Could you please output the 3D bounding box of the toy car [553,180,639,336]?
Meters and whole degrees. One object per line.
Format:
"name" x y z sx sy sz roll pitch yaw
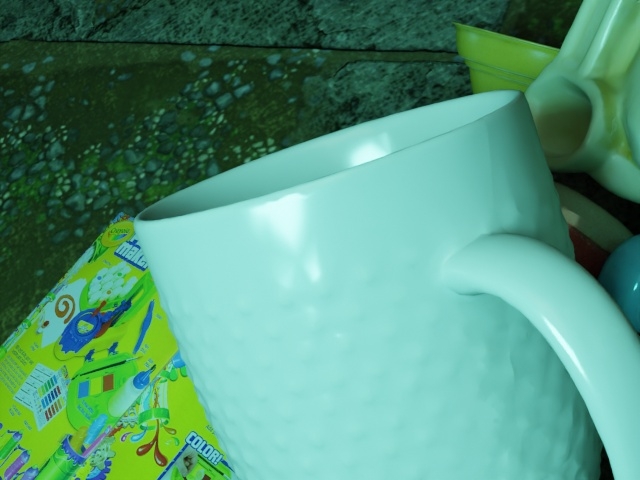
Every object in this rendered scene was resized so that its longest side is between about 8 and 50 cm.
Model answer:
"toy car" 0.185 0.087 0.841 0.238 0.210 0.219 -54 42 1

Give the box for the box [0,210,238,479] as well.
"box" -0.169 0.150 0.908 0.279 0.177 0.290 -50 31 -12

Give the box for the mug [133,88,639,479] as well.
"mug" 0.077 0.093 0.640 0.276 0.328 0.374 -24 12 -26

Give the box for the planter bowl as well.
"planter bowl" 0.229 -0.158 1.012 0.217 0.217 0.090 25 107 35

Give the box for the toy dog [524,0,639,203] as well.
"toy dog" 0.426 -0.118 0.758 0.395 0.408 0.284 -124 52 -73
